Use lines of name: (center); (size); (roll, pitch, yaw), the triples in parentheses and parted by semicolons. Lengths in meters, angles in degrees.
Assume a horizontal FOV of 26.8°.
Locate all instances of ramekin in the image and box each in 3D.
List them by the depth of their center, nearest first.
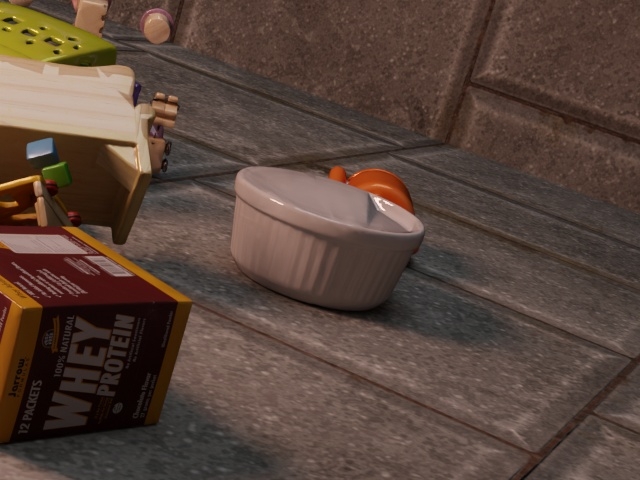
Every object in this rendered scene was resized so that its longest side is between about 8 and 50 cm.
ramekin: (0.000, 0.000, 1.865); (0.273, 0.127, 0.273); (16, 13, -4)

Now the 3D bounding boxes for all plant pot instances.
plant pot: (-0.457, -0.203, 1.928); (0.228, 0.227, 0.207); (23, 21, 22)

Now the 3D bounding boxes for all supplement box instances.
supplement box: (-0.262, 0.079, 1.238); (0.191, 0.129, 0.194); (29, 18, 38)

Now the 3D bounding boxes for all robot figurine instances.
robot figurine: (0.085, -0.046, 2.142); (0.158, 0.128, 0.219); (4, 14, 0)

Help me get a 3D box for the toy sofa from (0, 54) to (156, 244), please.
toy sofa: (-0.392, -0.120, 1.628); (0.362, 0.150, 0.177); (6, 50, -21)

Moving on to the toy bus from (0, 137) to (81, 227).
toy bus: (-0.319, 0.009, 1.481); (0.104, 0.202, 0.191); (-14, 24, 0)

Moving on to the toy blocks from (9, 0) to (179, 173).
toy blocks: (-0.384, -0.301, 2.237); (0.309, 0.289, 0.260); (11, 20, -11)
